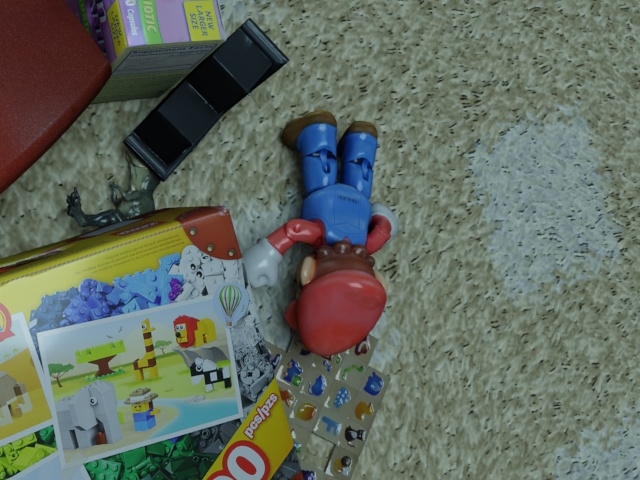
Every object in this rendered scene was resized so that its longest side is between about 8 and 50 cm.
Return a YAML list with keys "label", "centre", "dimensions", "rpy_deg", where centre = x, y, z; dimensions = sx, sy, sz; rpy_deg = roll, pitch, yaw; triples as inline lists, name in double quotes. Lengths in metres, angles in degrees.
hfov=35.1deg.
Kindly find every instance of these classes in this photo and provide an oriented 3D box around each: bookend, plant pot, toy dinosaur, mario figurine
- label: "bookend"
  centre: [-0.140, -0.171, 1.238]
  dimensions: [0.072, 0.157, 0.156]
  rpy_deg: [45, 48, -13]
- label: "plant pot"
  centre: [-0.390, -0.173, 1.084]
  dimensions: [0.236, 0.267, 0.267]
  rpy_deg: [-43, 102, -36]
- label: "toy dinosaur"
  centre: [-0.257, 0.002, 1.226]
  dimensions: [0.118, 0.064, 0.268]
  rpy_deg: [11, 80, -32]
- label: "mario figurine"
  centre: [0.000, 0.000, 1.341]
  dimensions: [0.198, 0.170, 0.320]
  rpy_deg: [-2, 66, 8]

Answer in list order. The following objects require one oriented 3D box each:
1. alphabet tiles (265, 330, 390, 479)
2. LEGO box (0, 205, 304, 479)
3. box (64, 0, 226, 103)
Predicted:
- label: "alphabet tiles"
  centre: [-0.013, 0.210, 1.344]
  dimensions: [0.198, 0.009, 0.237]
  rpy_deg: [31, 69, -19]
- label: "LEGO box"
  centre: [-0.302, 0.209, 1.060]
  dimensions: [0.500, 0.193, 0.372]
  rpy_deg: [-20, 101, -28]
- label: "box"
  centre: [-0.227, -0.294, 1.185]
  dimensions: [0.117, 0.243, 0.213]
  rpy_deg: [-11, 87, -29]
